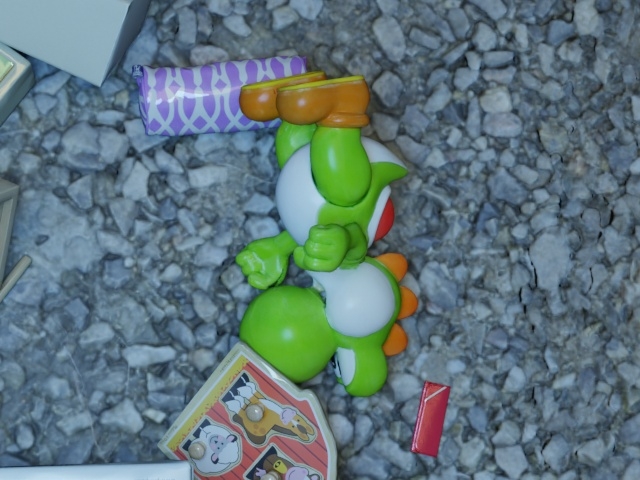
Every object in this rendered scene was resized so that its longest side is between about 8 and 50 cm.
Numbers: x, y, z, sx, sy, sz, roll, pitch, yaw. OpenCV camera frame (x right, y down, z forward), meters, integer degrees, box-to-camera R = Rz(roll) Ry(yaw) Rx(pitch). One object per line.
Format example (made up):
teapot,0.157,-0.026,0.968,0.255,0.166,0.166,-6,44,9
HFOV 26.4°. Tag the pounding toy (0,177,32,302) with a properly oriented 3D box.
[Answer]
pounding toy,-0.398,0.025,1.469,0.094,0.181,0.206,23,113,16

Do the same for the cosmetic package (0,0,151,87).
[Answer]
cosmetic package,-0.344,-0.304,1.499,0.309,0.160,0.113,23,121,-4

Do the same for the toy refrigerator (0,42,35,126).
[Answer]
toy refrigerator,-0.439,-0.112,1.501,0.102,0.094,0.269,37,79,-1

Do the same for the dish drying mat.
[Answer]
dish drying mat,0.127,0.206,1.570,0.032,0.008,0.083,14,79,-6

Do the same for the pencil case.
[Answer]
pencil case,-0.112,-0.168,1.564,0.206,0.086,0.088,-3,39,-9

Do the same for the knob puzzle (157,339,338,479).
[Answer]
knob puzzle,-0.065,0.233,1.474,0.213,0.030,0.213,5,106,18

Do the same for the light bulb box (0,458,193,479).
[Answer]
light bulb box,-0.304,0.404,1.353,0.357,0.225,0.361,0,81,-8

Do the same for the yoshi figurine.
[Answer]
yoshi figurine,-0.021,0.007,1.481,0.203,0.203,0.362,-4,104,24
